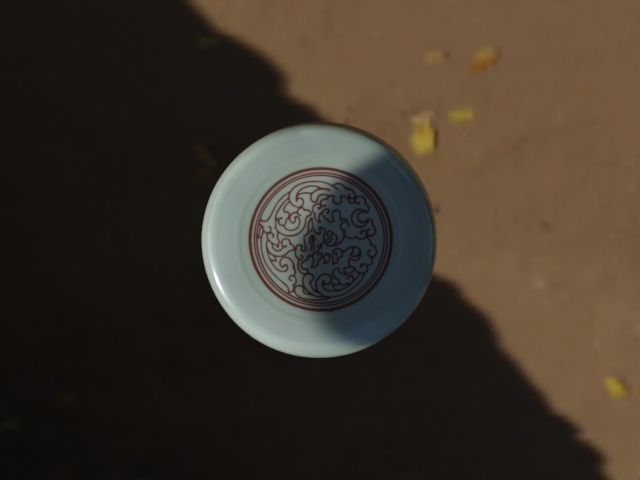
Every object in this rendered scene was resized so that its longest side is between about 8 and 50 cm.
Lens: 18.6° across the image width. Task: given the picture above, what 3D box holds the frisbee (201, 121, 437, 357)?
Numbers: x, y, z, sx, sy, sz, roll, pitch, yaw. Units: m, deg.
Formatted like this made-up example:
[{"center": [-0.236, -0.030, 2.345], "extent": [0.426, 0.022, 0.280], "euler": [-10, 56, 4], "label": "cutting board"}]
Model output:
[{"center": [0.000, 0.000, 0.901], "extent": [0.110, 0.110, 0.014], "euler": [7, -178, -3], "label": "frisbee"}]
